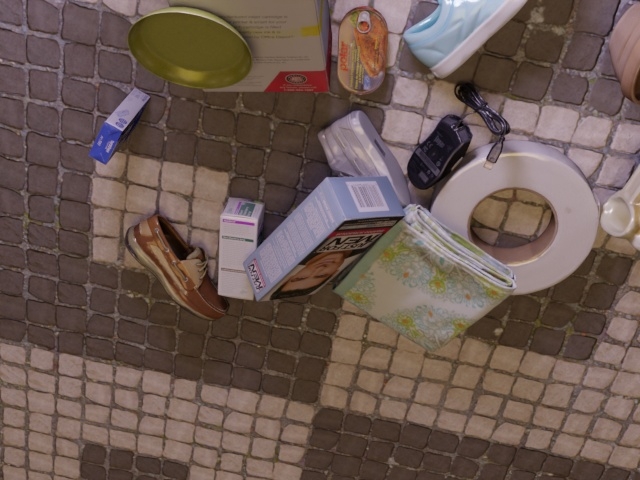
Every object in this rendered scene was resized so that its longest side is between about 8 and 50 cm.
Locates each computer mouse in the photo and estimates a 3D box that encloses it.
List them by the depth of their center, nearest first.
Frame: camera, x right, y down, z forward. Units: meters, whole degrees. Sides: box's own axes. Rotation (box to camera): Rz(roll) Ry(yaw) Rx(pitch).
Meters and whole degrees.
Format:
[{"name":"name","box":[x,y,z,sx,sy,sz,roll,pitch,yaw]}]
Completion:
[{"name":"computer mouse","box":[0.314,-0.198,1.881,0.060,0.184,0.262,0,130,-48]}]

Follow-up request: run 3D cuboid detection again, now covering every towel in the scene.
[{"name":"towel","box":[0.242,0.105,2.037,0.320,0.090,0.374,35,138,-7]}]

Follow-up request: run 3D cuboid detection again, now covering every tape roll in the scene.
[{"name":"tape roll","box":[0.449,-0.048,1.990,0.392,0.072,0.392,3,121,5]}]

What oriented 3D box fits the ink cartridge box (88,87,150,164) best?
[{"name":"ink cartridge box","box":[-0.444,-0.257,1.890,0.046,0.207,0.097,30,120,-10]}]

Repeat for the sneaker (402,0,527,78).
[{"name":"sneaker","box":[0.310,-0.494,1.702,0.150,0.135,0.366,34,118,-17]}]

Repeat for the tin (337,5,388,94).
[{"name":"tin","box":[0.089,-0.410,1.836,0.106,0.040,0.189,3,121,0]}]

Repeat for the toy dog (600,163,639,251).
[{"name":"toy dog","box":[0.868,-0.040,1.769,0.408,0.395,0.284,21,108,-8]}]

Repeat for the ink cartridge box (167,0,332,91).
[{"name":"ink cartridge box","box":[-0.128,-0.458,1.652,0.279,0.160,0.384,3,157,6]}]

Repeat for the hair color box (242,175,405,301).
[{"name":"hair color box","box":[0.000,0.000,1.941,0.185,0.113,0.374,-5,153,-40]}]

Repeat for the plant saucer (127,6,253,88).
[{"name":"plant saucer","box":[-0.246,-0.373,1.626,0.241,0.037,0.241,6,157,3]}]

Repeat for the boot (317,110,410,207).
[{"name":"boot","box":[0.100,-0.170,1.958,0.123,0.095,0.258,-23,110,28]}]

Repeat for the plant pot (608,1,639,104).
[{"name":"plant pot","box":[0.659,-0.402,1.703,0.110,0.237,0.237,41,127,31]}]

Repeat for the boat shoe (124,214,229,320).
[{"name":"boat shoe","box":[-0.341,0.067,2.126,0.120,0.122,0.324,-36,112,21]}]

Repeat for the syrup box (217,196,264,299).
[{"name":"syrup box","box":[-0.195,0.021,2.093,0.096,0.093,0.237,9,121,3]}]
